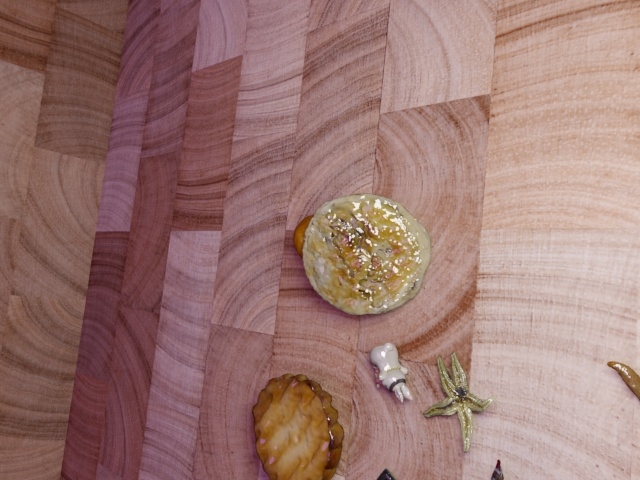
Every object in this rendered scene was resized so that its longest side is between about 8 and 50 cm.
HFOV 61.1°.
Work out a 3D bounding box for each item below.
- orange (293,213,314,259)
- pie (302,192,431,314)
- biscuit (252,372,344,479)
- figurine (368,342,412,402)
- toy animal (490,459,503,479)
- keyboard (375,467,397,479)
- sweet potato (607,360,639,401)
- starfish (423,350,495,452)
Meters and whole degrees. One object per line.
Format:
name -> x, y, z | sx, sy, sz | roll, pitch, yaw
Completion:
orange -> 0.000, 0.000, 1.530 | 0.155, 0.155, 0.134 | 40, 151, 40
pie -> 0.110, 0.037, 1.381 | 0.339, 0.077, 0.338 | 2, 95, 18
biscuit -> -0.059, 0.529, 1.504 | 0.326, 0.107, 0.325 | -8, 78, 44
figurine -> 0.178, 0.337, 1.358 | 0.098, 0.081, 0.146 | 99, 154, -68
toy animal -> 0.353, 0.560, 1.146 | 0.105, 0.070, 0.202 | 26, 104, 62
keyboard -> 0.130, 0.679, 1.354 | 0.093, 0.025, 0.230 | 45, 112, 36
sweet potato -> 0.602, 0.305, 0.973 | 0.050, 0.050, 0.214 | -44, 57, 28
starfish -> 0.309, 0.365, 1.234 | 0.217, 0.050, 0.223 | -32, 50, 41
